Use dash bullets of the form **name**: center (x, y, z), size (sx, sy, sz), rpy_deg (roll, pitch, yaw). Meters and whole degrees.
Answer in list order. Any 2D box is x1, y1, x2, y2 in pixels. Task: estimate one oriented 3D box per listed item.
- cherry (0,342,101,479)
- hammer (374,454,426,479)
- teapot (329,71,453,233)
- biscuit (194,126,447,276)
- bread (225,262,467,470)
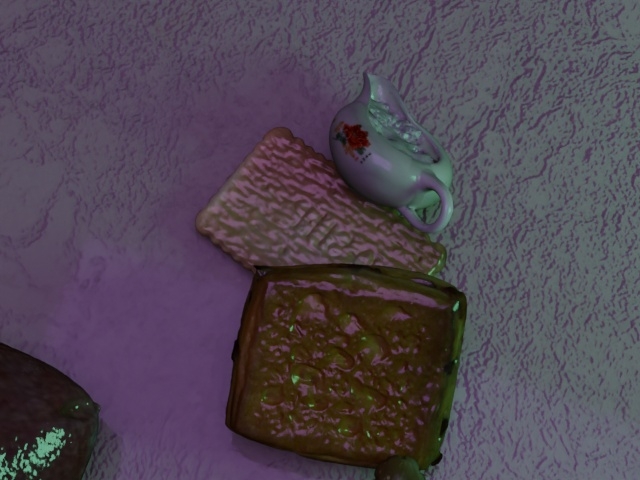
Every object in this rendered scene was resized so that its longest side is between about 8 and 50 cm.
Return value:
- **cherry**: center (-0.370, 0.211, 1.706), size (0.307, 0.221, 0.261), rpy_deg (-16, 81, -18)
- **hammer**: center (0.146, 0.350, 1.701), size (0.202, 0.113, 0.305), rpy_deg (-34, 82, -12)
- **teapot**: center (0.078, -0.083, 1.833), size (0.145, 0.092, 0.226), rpy_deg (6, 37, -39)
- **biscuit**: center (0.000, 0.000, 1.860), size (0.249, 0.030, 0.160), rpy_deg (37, 76, 11)
- **bread**: center (0.026, 0.124, 1.767), size (0.235, 0.099, 0.211), rpy_deg (10, 99, -1)
